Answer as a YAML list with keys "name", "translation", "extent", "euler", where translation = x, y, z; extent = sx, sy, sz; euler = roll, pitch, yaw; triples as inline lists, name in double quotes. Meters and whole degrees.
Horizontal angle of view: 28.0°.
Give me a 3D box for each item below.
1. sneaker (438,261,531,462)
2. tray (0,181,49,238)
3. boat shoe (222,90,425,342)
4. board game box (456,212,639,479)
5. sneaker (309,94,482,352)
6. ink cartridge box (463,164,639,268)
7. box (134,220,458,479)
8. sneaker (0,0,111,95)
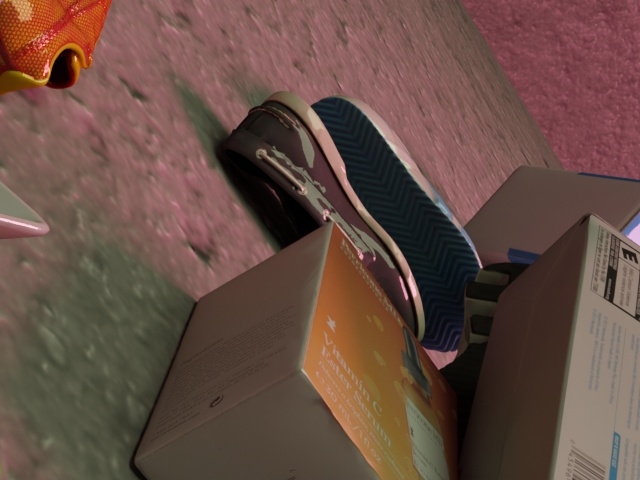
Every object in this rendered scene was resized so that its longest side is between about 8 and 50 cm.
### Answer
- name: "sneaker"
  translation: [0.125, 0.138, 0.849]
  extent: [0.330, 0.122, 0.146]
  euler: [-48, 148, -66]
- name: "tray"
  translation: [-0.201, -0.052, 0.343]
  extent: [0.145, 0.030, 0.270]
  euler: [39, 7, 24]
- name: "boat shoe"
  translation: [0.000, 0.000, 0.889]
  extent: [0.065, 0.075, 0.206]
  euler: [-39, 107, -30]
- name: "board game box"
  translation: [0.222, 0.155, 0.675]
  extent: [0.303, 0.097, 0.224]
  euler: [33, 42, -9]
- name: "sneaker"
  translation: [0.065, -0.018, 1.027]
  extent: [0.228, 0.087, 0.092]
  euler: [60, 14, -5]
- name: "ink cartridge box"
  translation: [0.310, 0.082, 1.325]
  extent: [0.307, 0.129, 0.223]
  euler: [51, -18, -25]
- name: "box"
  translation: [-0.002, 0.091, 0.630]
  extent: [0.130, 0.091, 0.170]
  euler: [54, 17, -16]
- name: "sneaker"
  translation: [-0.142, -0.115, 0.667]
  extent: [0.175, 0.064, 0.067]
  euler: [-62, 140, -65]
